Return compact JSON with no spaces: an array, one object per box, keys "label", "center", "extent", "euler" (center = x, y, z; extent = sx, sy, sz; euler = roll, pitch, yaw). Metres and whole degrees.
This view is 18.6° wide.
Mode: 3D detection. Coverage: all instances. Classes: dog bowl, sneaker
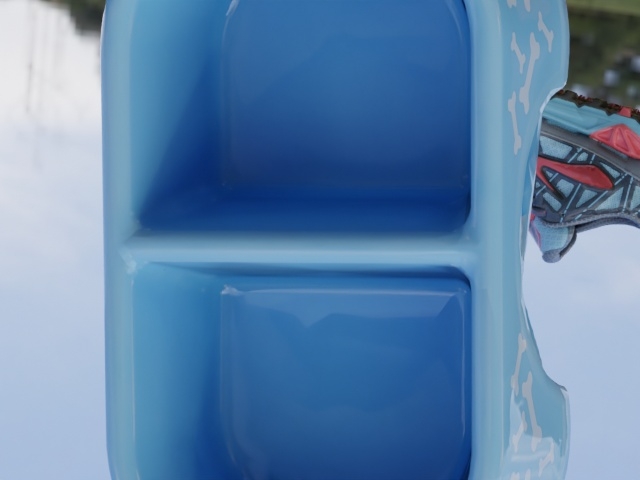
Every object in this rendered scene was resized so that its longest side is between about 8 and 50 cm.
[{"label":"dog bowl","center":[0.000,0.000,0.679],"extent":[0.165,0.297,0.074],"euler":[1,-177,15]},{"label":"sneaker","center":[0.162,-0.049,1.410],"extent":[0.261,0.125,0.104],"euler":[16,-178,21]}]
